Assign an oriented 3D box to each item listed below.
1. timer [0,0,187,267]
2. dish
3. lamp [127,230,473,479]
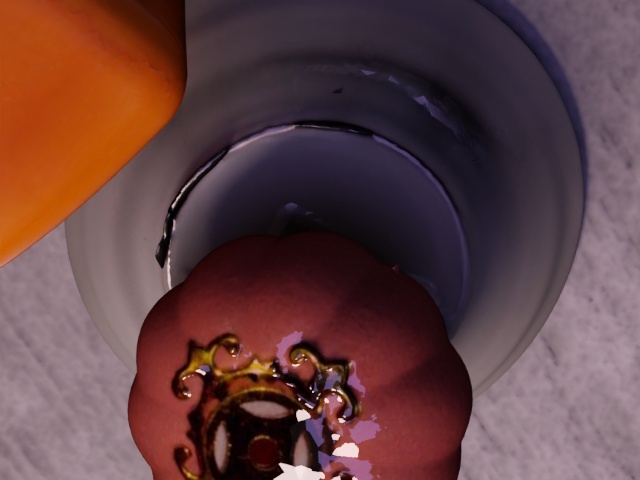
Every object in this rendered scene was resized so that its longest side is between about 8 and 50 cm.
[{"bbox_3d":[-0.198,-0.079,0.844,0.161,0.257,0.250,41,104,-20],"label":"timer"},{"bbox_3d":[0.000,0.000,0.943,0.316,0.106,0.316,0,111,1],"label":"dish"},{"bbox_3d":[-0.009,0.081,0.853,0.182,0.140,0.182,3,103,15],"label":"lamp"}]
